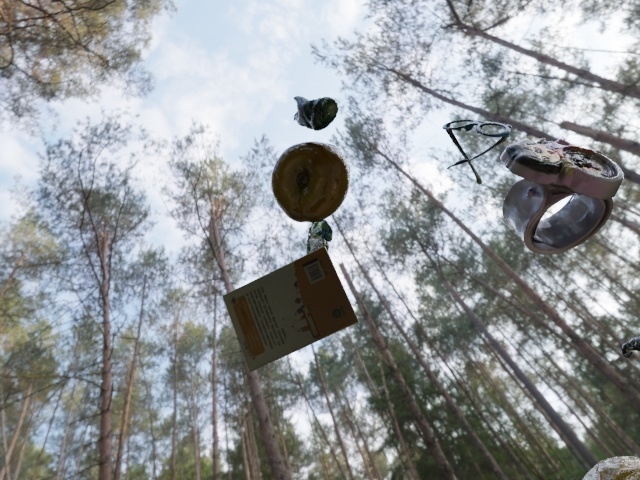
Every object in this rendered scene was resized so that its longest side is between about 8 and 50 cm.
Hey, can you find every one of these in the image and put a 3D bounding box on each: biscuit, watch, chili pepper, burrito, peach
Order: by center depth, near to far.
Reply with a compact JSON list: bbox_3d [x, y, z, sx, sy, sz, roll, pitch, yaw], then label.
[{"bbox_3d":[0.500,-0.096,1.036,0.244,0.196,0.231,-2,-45,-12],"label":"watch"},{"bbox_3d":[-0.006,0.036,1.227,0.023,0.084,0.084,27,-70,-19],"label":"biscuit"},{"bbox_3d":[-0.028,-0.362,1.324,0.061,0.224,0.098,-17,-69,-28],"label":"chili pepper"},{"bbox_3d":[-0.031,-0.174,1.388,0.251,0.251,0.153,-57,-23,19],"label":"peach"},{"bbox_3d":[0.000,0.000,1.481,0.054,0.288,0.104,36,-67,-20],"label":"burrito"}]

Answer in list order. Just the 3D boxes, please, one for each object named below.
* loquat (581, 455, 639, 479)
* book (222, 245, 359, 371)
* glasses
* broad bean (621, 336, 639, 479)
[{"bbox_3d":[0.654,0.562,0.942,0.244,0.244,0.244,-7,-59,-11],"label":"loquat"},{"bbox_3d":[-0.079,0.167,1.149,0.295,0.208,0.020,-26,-17,6],"label":"book"},{"bbox_3d":[0.480,-0.295,1.491,0.102,0.239,0.207,10,-81,-40],"label":"glasses"},{"bbox_3d":[0.365,0.149,0.433,0.144,0.292,0.049,-24,-87,34],"label":"broad bean"}]
